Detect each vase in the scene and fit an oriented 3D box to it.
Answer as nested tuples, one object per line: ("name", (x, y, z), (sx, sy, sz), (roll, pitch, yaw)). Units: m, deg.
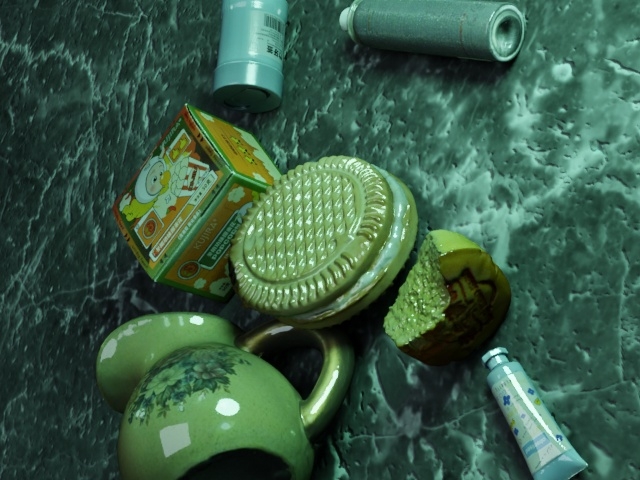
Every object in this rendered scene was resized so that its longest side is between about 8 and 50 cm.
("vase", (-0.106, 0.202, 1.652), (0.329, 0.241, 0.302), (-29, 37, 0))

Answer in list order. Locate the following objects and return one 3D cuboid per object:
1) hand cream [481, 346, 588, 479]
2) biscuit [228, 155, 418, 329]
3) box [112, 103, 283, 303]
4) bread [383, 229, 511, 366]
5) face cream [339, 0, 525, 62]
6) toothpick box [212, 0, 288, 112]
("hand cream", (0.227, 0.193, 1.429), (0.065, 0.043, 0.171), (-41, 54, 21))
("biscuit", (0.000, 0.000, 1.654), (0.259, 0.079, 0.259), (-22, 45, 25))
("box", (-0.164, -0.051, 1.826), (0.195, 0.148, 0.177), (-51, 45, 17))
("bread", (0.151, 0.067, 1.493), (0.086, 0.125, 0.156), (51, 126, 50))
("face cream", (0.132, -0.275, 1.675), (0.283, 0.073, 0.073), (15, 85, 46))
("toothpick box", (-0.099, -0.272, 1.881), (0.101, 0.101, 0.153), (-12, 66, 41))
